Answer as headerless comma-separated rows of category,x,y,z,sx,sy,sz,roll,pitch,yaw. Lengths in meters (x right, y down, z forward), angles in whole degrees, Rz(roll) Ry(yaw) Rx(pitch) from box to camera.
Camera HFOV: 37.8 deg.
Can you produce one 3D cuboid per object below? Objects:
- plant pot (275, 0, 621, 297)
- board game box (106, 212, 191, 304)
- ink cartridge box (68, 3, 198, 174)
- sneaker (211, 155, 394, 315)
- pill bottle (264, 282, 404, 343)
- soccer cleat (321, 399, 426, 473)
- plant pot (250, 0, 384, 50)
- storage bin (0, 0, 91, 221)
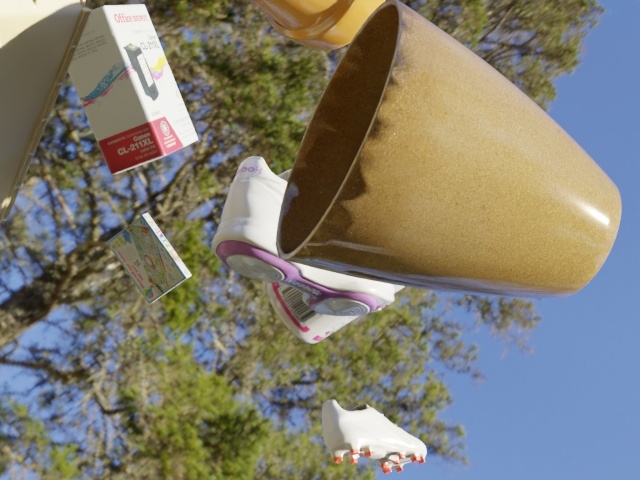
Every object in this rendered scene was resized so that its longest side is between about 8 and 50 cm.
plant pot,0.123,-0.050,0.821,0.254,0.237,0.237,21,-53,-14
board game box,-0.344,0.037,1.872,0.103,0.026,0.154,-34,-88,17
ink cartridge box,-0.220,-0.177,1.069,0.072,0.127,0.175,-18,-79,15
sneaker,0.000,0.000,1.142,0.114,0.152,0.305,-11,-28,35
pill bottle,0.058,0.043,1.617,0.283,0.160,0.160,-34,-86,16
soccer cleat,0.071,0.244,1.174,0.068,0.196,0.076,-29,-122,26
plant pot,-0.037,-0.382,1.269,0.205,0.188,0.205,-7,-101,40
storage bin,-0.327,-0.117,0.706,0.123,0.262,0.260,34,-67,11
